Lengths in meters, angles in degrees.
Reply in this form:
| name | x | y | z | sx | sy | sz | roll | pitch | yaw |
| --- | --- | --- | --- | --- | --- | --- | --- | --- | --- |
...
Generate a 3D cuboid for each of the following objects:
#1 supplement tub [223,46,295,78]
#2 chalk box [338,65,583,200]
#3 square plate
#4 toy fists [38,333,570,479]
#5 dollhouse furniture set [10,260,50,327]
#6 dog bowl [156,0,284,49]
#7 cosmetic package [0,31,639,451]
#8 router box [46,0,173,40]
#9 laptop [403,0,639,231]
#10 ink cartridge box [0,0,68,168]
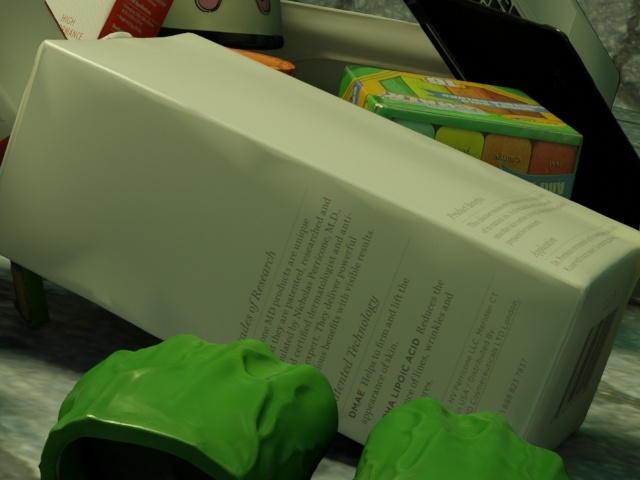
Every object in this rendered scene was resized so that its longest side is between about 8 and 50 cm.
| name | x | y | z | sx | sy | sz | roll | pitch | yaw |
| --- | --- | --- | --- | --- | --- | --- | --- | --- | --- |
| supplement tub | -0.080 | -0.054 | 1.228 | 0.117 | 0.190 | 0.117 | 11 | 13 | -3 |
| chalk box | 0.106 | -0.034 | 1.324 | 0.180 | 0.179 | 0.289 | 8 | 13 | -9 |
| square plate | 0.058 | -0.174 | 1.880 | 0.344 | 0.049 | 0.347 | 8 | -19 | -14 |
| toy fists | 0.004 | 0.123 | 0.765 | 0.279 | 0.096 | 0.142 | 15 | 23 | 11 |
| dollhouse furniture set | -0.265 | 0.042 | 1.046 | 0.151 | 0.059 | 0.076 | -17 | 31 | -23 |
| dog bowl | -0.229 | -0.290 | 1.563 | 0.407 | 0.150 | 0.408 | 7 | 9 | -1 |
| cosmetic package | 0.000 | 0.000 | 1.021 | 0.385 | 0.156 | 0.217 | 25 | 16 | 19 |
| router box | -0.289 | -0.241 | 1.332 | 0.335 | 0.301 | 0.082 | 24 | -2 | 23 |
| laptop | 0.276 | -0.184 | 1.580 | 0.236 | 0.382 | 0.408 | -9 | 43 | 37 |
| ink cartridge box | -0.325 | -0.110 | 1.088 | 0.272 | 0.114 | 0.197 | -4 | -31 | 12 |
